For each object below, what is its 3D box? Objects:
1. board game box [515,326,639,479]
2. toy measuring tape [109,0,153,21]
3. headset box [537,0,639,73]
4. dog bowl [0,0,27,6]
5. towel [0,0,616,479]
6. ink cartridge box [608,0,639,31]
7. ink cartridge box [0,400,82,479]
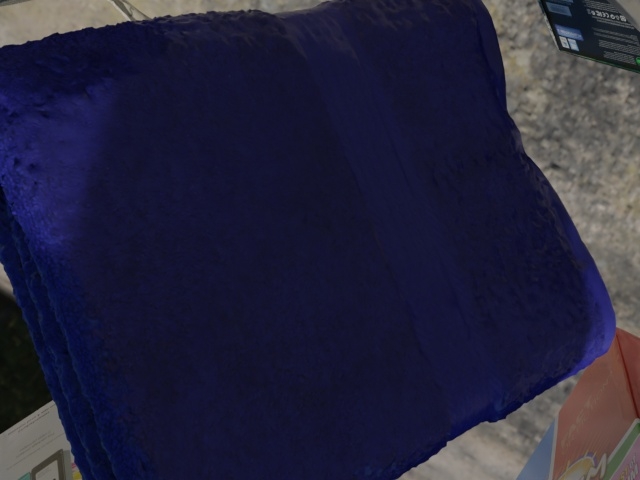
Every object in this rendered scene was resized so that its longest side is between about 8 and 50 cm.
[{"bbox_3d":[0.180,0.222,0.689,0.064,0.242,0.316,28,-162,3],"label":"board game box"},{"bbox_3d":[-0.152,-0.132,0.871,0.330,0.121,0.121,33,167,-39],"label":"toy measuring tape"},{"bbox_3d":[0.429,-0.329,1.148,0.246,0.283,0.131,32,160,52],"label":"headset box"},{"bbox_3d":[-0.155,-0.157,0.343,0.265,0.265,0.104,-8,93,66],"label":"dog bowl"},{"bbox_3d":[0.000,0.000,0.476,0.076,0.308,0.228,-27,84,48],"label":"towel"},{"bbox_3d":[0.282,-0.229,0.734,0.065,0.165,0.333,52,-163,-25],"label":"ink cartridge box"},{"bbox_3d":[-0.257,0.336,1.134,0.198,0.197,0.270,56,-178,-36],"label":"ink cartridge box"}]
